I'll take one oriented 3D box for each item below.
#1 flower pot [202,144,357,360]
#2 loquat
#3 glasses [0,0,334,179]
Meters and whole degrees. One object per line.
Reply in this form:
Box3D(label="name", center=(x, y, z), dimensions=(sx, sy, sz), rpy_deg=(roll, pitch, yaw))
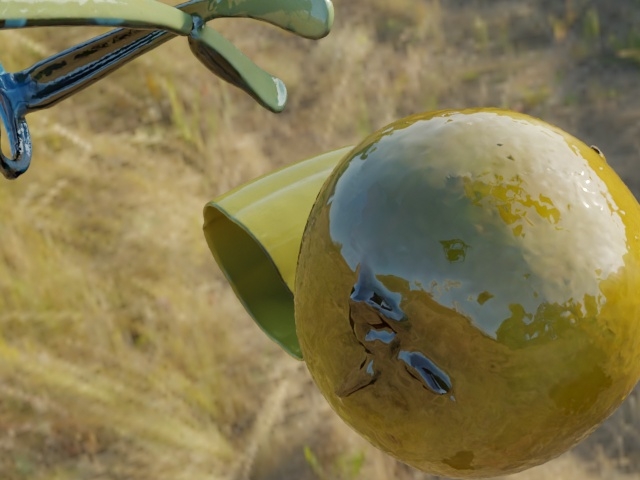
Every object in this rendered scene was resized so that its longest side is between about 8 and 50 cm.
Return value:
Box3D(label="flower pot", center=(0.000, 0.000, 1.839), dimensions=(0.179, 0.195, 0.195), rpy_deg=(-33, 39, -17))
Box3D(label="loquat", center=(0.151, 0.036, 1.555), dimensions=(0.328, 0.328, 0.359), rpy_deg=(14, 24, 34))
Box3D(label="glasses", center=(-0.101, -0.074, 0.777), dimensions=(0.207, 0.102, 0.239), rpy_deg=(14, -4, 5))
